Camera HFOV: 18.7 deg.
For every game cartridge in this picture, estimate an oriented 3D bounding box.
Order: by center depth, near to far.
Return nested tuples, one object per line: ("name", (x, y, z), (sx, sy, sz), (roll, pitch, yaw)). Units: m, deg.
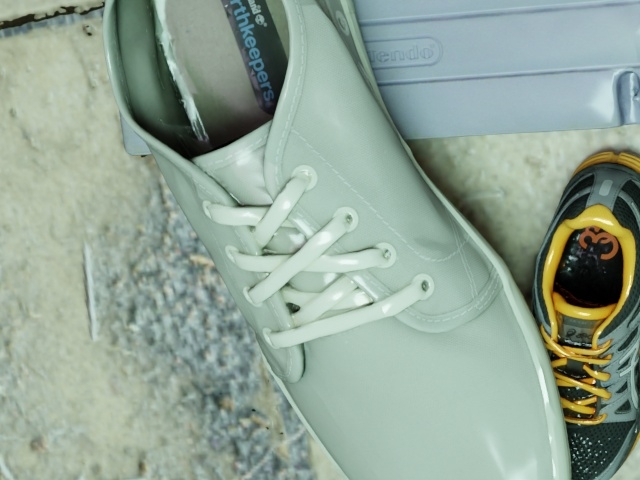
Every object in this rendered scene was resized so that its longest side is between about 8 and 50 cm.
("game cartridge", (0.037, -0.173, 1.154), (0.355, 0.068, 0.230), (-2, 99, 20))

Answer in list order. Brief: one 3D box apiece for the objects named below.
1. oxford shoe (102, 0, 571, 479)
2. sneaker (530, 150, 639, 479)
("oxford shoe", (0.000, 0.000, 1.109), (0.169, 0.130, 0.449), (-23, 95, 25))
("sneaker", (0.154, 0.057, 1.156), (0.084, 0.083, 0.215), (8, 107, 16))
